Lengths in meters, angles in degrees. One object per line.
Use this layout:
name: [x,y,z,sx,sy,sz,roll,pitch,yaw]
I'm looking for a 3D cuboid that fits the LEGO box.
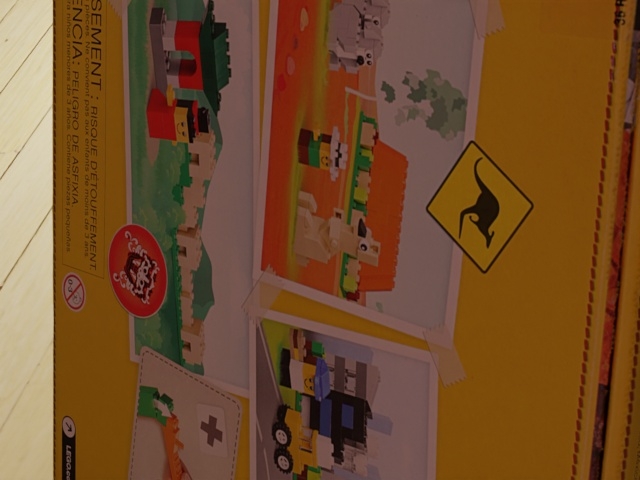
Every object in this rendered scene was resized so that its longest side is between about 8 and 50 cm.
LEGO box: [0.044,-0.003,0.676,0.373,0.500,0.193,16,19,41]
